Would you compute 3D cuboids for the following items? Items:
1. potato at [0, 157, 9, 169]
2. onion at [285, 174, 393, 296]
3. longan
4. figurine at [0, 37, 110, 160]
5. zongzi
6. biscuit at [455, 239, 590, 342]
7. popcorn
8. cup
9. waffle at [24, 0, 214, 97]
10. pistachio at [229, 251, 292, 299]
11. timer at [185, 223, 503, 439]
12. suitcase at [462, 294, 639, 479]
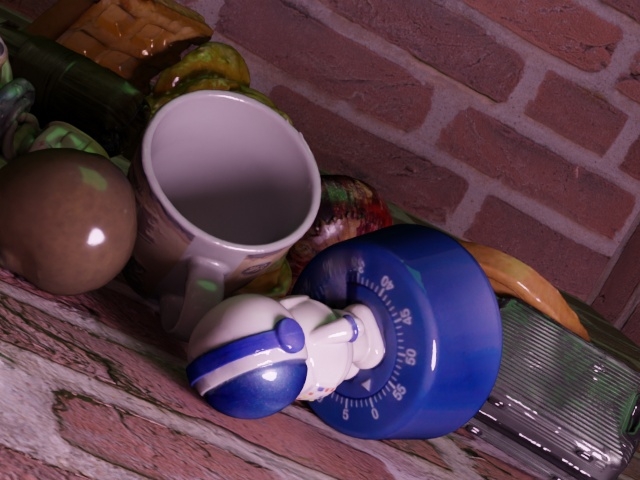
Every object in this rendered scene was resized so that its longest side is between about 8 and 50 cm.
[{"bbox_3d":[-0.417,-0.071,1.956,0.122,0.061,0.086,29,7,-9],"label":"potato"},{"bbox_3d":[0.000,0.000,2.361,0.246,0.246,0.190,17,40,-54],"label":"onion"},{"bbox_3d":[-0.299,-0.025,1.750,0.189,0.189,0.189,29,9,-5],"label":"longan"},{"bbox_3d":[-0.441,-0.157,2.088,0.394,0.226,0.274,35,-20,-4],"label":"figurine"},{"bbox_3d":[-0.370,-0.173,2.265,0.286,0.138,0.300,26,-24,18],"label":"zongzi"},{"bbox_3d":[0.269,0.131,2.422,0.365,0.062,0.385,18,-27,38],"label":"biscuit"},{"bbox_3d":[-0.184,-0.176,2.445,0.321,0.325,0.290,19,-9,-9],"label":"popcorn"},{"bbox_3d":[-0.148,0.007,1.860,0.227,0.257,0.301,15,54,-14],"label":"cup"},{"bbox_3d":[-0.376,-0.297,2.472,0.304,0.348,0.077,19,40,-59],"label":"waffle"},{"bbox_3d":[-0.119,0.029,2.199,0.145,0.117,0.200,-16,38,-19],"label":"pistachio"},{"bbox_3d":[0.001,0.124,1.760,0.383,0.270,0.270,-5,33,-47],"label":"timer"},{"bbox_3d":[0.324,0.224,2.217,0.312,0.128,0.202,30,49,3],"label":"suitcase"}]
